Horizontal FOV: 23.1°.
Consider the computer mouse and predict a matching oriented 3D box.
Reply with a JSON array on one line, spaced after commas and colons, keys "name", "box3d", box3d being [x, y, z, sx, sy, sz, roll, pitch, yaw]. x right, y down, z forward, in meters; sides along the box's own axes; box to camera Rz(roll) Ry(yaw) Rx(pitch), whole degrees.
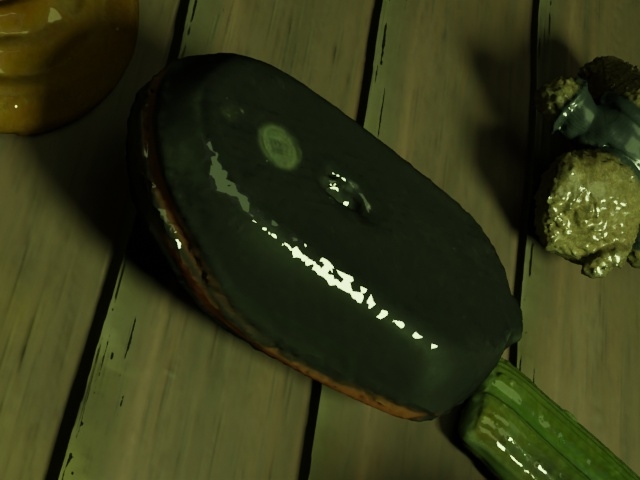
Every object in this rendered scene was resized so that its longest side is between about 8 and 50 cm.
[{"name": "computer mouse", "box3d": [-0.004, 0.002, 1.054, 0.323, 0.116, 0.183, 35, 45, -26]}]

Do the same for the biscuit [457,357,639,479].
[{"name": "biscuit", "box3d": [0.228, 0.214, 1.163, 0.322, 0.038, 0.099, 42, 42, -10]}]

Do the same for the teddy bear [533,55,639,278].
[{"name": "teddy bear", "box3d": [0.252, -0.076, 1.302, 0.182, 0.129, 0.251, 43, 44, -7]}]

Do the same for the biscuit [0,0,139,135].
[{"name": "biscuit", "box3d": [-0.232, -0.190, 1.048, 0.262, 0.037, 0.262, 20, 53, -28]}]
